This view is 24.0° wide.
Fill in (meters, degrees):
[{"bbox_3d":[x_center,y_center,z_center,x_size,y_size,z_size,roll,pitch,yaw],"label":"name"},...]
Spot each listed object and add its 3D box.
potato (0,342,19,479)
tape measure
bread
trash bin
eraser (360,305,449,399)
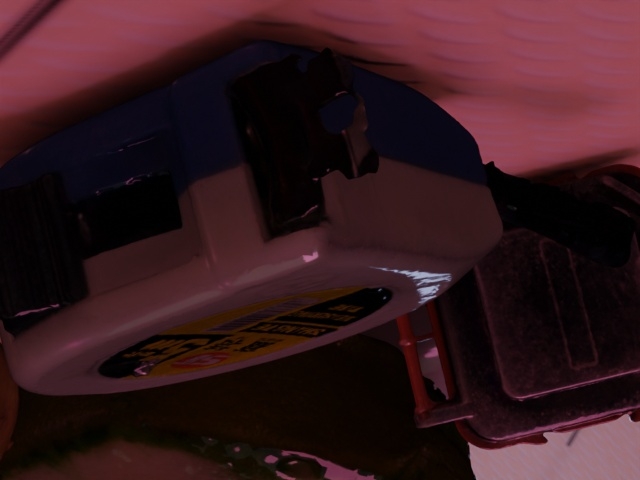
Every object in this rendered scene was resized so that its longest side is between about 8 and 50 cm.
[{"bbox_3d":[-0.230,0.046,0.767,0.172,0.089,0.101,17,146,1],"label":"potato"},{"bbox_3d":[0.000,0.000,0.689,0.215,0.098,0.351,-21,165,25],"label":"tape measure"},{"bbox_3d":[-0.069,0.193,1.159,0.366,0.129,0.382,17,145,-13],"label":"bread"},{"bbox_3d":[0.135,0.054,1.020,0.184,0.161,0.239,-13,174,-2],"label":"trash bin"},{"bbox_3d":[0.092,0.089,1.271,0.290,0.104,0.189,-14,153,-4],"label":"eraser"}]
